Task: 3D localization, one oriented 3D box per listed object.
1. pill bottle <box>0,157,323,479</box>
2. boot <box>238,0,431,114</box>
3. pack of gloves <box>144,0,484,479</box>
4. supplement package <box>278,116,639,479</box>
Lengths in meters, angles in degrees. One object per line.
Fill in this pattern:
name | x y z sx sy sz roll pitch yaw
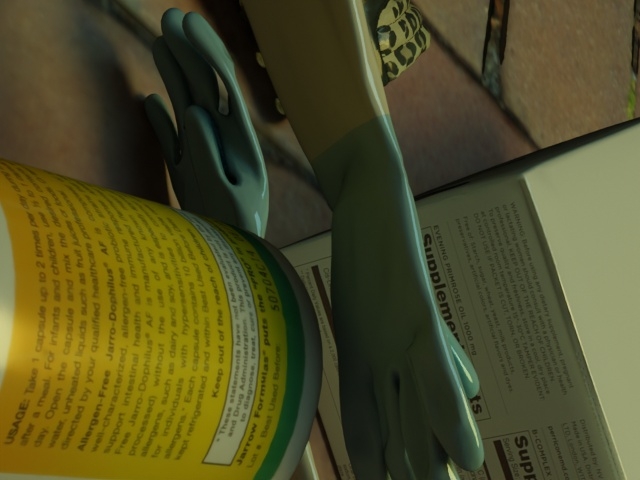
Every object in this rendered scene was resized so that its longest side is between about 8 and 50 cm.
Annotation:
pill bottle | -0.105 0.033 0.445 0.208 0.117 0.117 16 64 -49
boot | -0.035 -0.131 0.634 0.236 0.085 0.178 -44 114 -52
pack of gloves | 0.000 0.000 0.536 0.046 0.195 0.232 -10 83 -27
supplement package | 0.130 0.055 0.726 0.262 0.145 0.204 -21 93 -55
